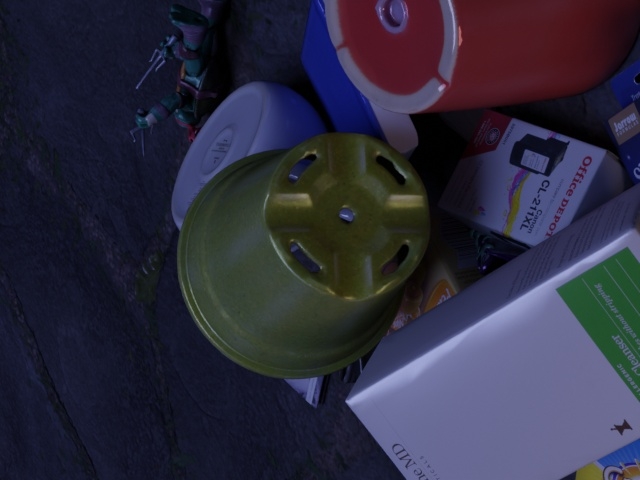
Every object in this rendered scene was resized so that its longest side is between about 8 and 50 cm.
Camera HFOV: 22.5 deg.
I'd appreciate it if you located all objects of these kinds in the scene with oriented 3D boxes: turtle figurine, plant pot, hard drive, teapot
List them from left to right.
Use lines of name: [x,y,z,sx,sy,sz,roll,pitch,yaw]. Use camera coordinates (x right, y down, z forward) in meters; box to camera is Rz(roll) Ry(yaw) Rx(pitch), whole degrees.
turtle figurine: [-0.188,-0.232,2.219,0.175,0.118,0.234,-89,14,-50]
teapot: [-0.057,-0.071,2.069,0.252,0.187,0.256,-45,28,30]
plant pot: [0.000,0.000,1.761,0.276,0.276,0.254,65,161,5]
hard drive: [0.040,-0.171,1.884,0.319,0.040,0.210,113,132,-82]
plant pot: [0.156,-0.253,1.666,0.275,0.243,0.275,25,124,43]

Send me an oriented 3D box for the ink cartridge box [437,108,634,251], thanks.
ink cartridge box: [0.235,-0.056,1.753,0.175,0.072,0.127,24,86,43]

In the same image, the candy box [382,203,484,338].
candy box: [0.172,0.132,1.911,0.316,0.087,0.183,66,146,26]

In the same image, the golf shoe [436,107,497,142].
golf shoe: [0.132,-0.179,1.863,0.186,0.086,0.067,55,139,16]

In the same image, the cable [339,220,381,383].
cable: [0.068,0.090,2.119,0.139,0.072,0.287,-171,78,-68]

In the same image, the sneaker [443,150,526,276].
sneaker: [0.200,-0.013,1.844,0.224,0.098,0.083,50,139,24]

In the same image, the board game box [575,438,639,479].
board game box: [0.393,0.304,1.783,0.242,0.064,0.317,30,128,41]

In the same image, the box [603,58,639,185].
box: [0.363,-0.080,1.635,0.225,0.036,0.136,65,158,7]

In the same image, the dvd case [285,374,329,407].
dvd case: [-0.059,0.114,2.296,0.221,0.018,0.165,40,134,33]

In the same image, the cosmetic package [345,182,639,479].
cosmetic package: [0.233,0.122,1.636,0.365,0.155,0.197,-35,98,27]
